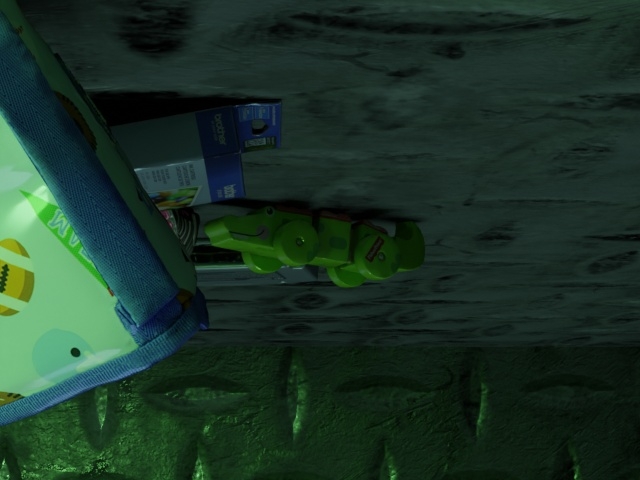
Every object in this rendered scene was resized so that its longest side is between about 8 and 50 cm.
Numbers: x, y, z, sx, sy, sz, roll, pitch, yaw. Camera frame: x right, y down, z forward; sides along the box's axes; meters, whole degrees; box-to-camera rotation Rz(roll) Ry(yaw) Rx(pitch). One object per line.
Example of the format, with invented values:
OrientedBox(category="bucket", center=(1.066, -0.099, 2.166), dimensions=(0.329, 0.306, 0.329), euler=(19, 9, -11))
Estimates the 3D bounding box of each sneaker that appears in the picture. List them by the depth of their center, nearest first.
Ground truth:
OrientedBox(category="sneaker", center=(-0.205, -0.028, 1.898), dimensions=(0.063, 0.074, 0.170), euler=(14, 151, 18))

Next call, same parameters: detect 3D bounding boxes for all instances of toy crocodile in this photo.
OrientedBox(category="toy crocodile", center=(0.000, 0.000, 1.973), dimensions=(0.341, 0.105, 0.115), euler=(10, 166, -25))

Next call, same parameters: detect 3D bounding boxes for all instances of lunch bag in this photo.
OrientedBox(category="lunch bag", center=(-0.273, -0.043, 0.979), dimensions=(0.385, 0.327, 0.239), euler=(-11, -154, 50))

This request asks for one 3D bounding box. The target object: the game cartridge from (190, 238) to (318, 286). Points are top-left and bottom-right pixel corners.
OrientedBox(category="game cartridge", center=(-0.158, 0.038, 2.264), dimensions=(0.294, 0.060, 0.196), euler=(-2, 166, 8))

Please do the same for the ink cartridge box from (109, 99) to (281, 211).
OrientedBox(category="ink cartridge box", center=(-0.189, -0.075, 1.489), dimensions=(0.311, 0.065, 0.186), euler=(-13, 168, -5))
